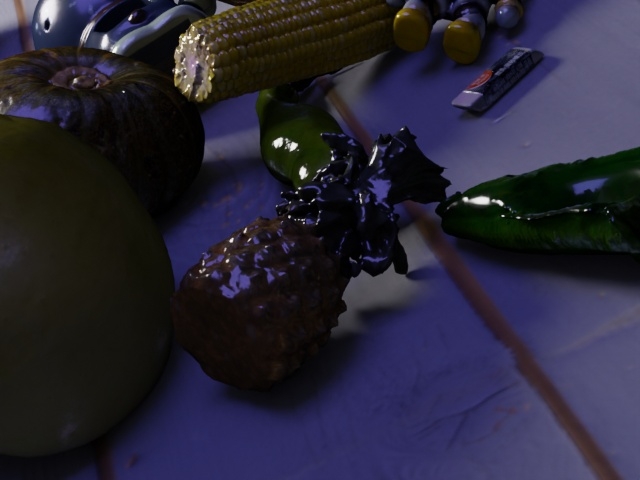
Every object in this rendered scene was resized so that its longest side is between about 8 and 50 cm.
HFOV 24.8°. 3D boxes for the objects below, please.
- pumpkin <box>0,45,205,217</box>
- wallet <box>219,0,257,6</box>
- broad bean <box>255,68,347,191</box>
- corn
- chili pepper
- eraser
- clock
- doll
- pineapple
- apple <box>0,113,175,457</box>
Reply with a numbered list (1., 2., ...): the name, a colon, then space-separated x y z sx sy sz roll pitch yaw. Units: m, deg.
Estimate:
1. pumpkin: -0.223 -0.079 1.302 0.219 0.162 0.219 3 31 -2
2. wallet: -0.057 -0.259 1.480 0.232 0.031 0.122 17 31 14
3. broad bean: -0.009 -0.096 1.257 0.098 0.056 0.318 -22 27 9
4. corn: -0.023 -0.186 1.320 0.248 0.081 0.081 -21 21 -37
5. chili pepper: 0.170 -0.023 0.988 0.216 0.062 0.108 4 34 44
6. eraser: 0.150 -0.138 1.233 0.099 0.019 0.027 -43 33 -26
7. clock: -0.199 -0.208 1.512 0.199 0.146 0.243 -39 38 -14
8. doll: 0.148 -0.281 1.391 0.145 0.103 0.316 -3 41 29
9. pineapple: 0.000 0.000 1.032 0.237 0.119 0.111 -43 -8 -33
10. apple: -0.269 0.025 1.076 0.295 0.233 0.258 -7 45 27
